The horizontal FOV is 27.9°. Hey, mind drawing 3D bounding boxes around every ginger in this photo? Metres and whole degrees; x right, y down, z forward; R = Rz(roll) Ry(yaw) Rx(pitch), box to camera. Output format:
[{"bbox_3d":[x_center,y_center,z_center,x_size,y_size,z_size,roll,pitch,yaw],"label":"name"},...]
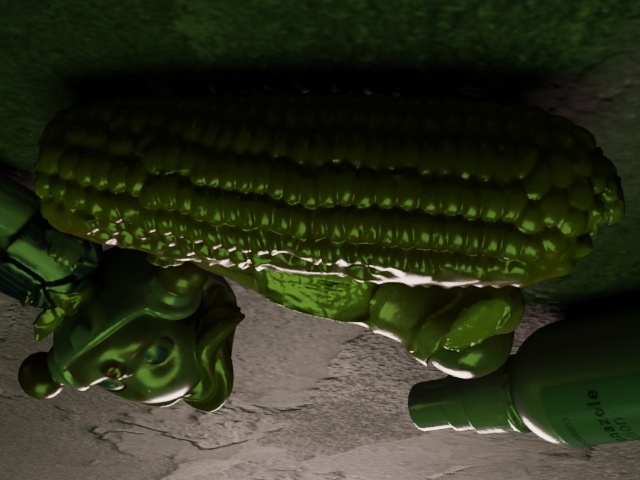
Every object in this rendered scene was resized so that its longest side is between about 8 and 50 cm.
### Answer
[{"bbox_3d":[0.000,0.000,0.883,0.295,0.131,0.086,17,148,5],"label":"ginger"}]

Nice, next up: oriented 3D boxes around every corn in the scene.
[{"bbox_3d":[0.001,-0.032,0.791,0.363,0.120,0.120,2,156,10],"label":"corn"}]

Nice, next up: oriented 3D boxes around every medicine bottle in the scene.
[{"bbox_3d":[0.231,0.119,1.092,0.352,0.110,0.110,-15,149,37],"label":"medicine bottle"}]

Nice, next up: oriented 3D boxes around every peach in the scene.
[{"bbox_3d":[0.119,0.073,1.052,0.083,0.083,0.083,4,156,2],"label":"peach"}]

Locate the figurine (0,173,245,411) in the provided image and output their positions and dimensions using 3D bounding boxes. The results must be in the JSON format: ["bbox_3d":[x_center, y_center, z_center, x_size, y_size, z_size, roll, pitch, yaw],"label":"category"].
[{"bbox_3d":[-0.187,0.039,0.982,0.274,0.133,0.193,18,130,-15],"label":"figurine"}]
